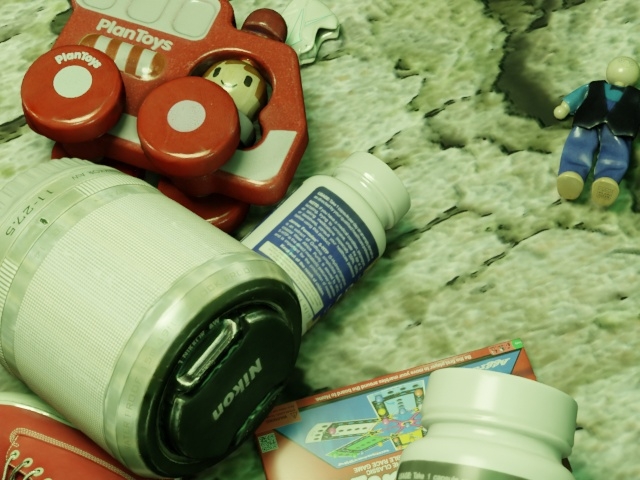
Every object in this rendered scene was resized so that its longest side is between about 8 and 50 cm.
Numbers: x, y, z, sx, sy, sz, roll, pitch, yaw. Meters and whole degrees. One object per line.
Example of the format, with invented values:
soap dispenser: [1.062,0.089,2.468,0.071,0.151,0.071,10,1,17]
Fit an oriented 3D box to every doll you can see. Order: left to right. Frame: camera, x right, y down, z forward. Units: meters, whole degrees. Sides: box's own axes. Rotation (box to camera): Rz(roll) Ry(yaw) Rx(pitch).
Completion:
doll: [0.314,-0.124,1.389,0.129,0.046,0.189,11,57,16]

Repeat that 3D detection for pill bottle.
pill bottle: [0.000,0.000,1.289,0.112,0.112,0.187,39,70,18]
pill bottle: [0.134,0.264,1.106,0.161,0.161,0.283,12,72,6]

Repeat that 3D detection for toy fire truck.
toy fire truck: [-0.151,-0.160,1.334,0.302,0.169,0.254,17,64,12]

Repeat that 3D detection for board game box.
board game box: [0.085,0.198,1.236,0.281,0.027,0.145,-15,65,-8]

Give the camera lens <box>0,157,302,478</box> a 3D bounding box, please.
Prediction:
camera lens: [-0.171,0.069,1.173,0.274,0.219,0.219,31,66,31]

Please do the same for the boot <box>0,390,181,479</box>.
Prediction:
boot: [-0.262,0.219,1.142,0.244,0.088,0.176,13,20,6]

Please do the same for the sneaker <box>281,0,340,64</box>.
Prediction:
sneaker: [-0.040,-0.218,1.435,0.061,0.053,0.152,41,69,16]
